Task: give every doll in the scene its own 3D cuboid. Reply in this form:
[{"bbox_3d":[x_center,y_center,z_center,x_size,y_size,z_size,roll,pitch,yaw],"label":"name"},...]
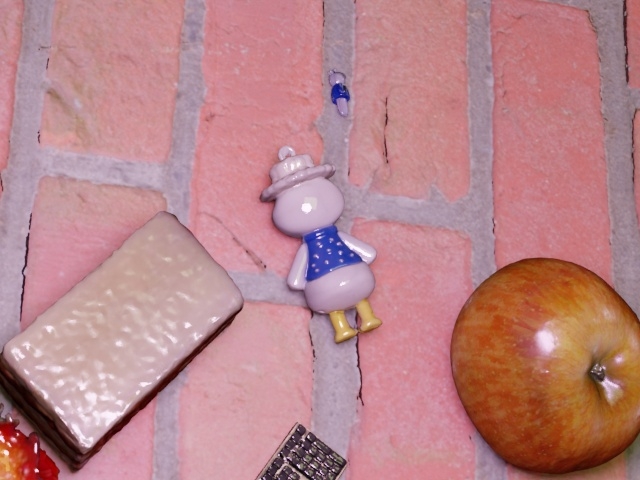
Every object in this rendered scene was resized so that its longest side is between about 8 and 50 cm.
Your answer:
[{"bbox_3d":[0.000,0.000,2.113,0.138,0.119,0.293,-22,82,-8],"label":"doll"}]

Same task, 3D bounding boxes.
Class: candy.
[{"bbox_3d":[-0.267,0.129,1.959,0.179,0.135,0.321,44,61,3],"label":"candy"}]

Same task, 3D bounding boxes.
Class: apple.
[{"bbox_3d":[0.333,0.174,2.070,0.309,0.250,0.277,37,62,-4],"label":"apple"}]

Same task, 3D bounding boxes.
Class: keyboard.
[{"bbox_3d":[-0.084,0.387,1.974,0.106,0.027,0.317,37,63,-1],"label":"keyboard"}]

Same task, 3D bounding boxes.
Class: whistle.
[{"bbox_3d":[0.031,-0.225,2.255,0.033,0.029,0.083,8,59,-32],"label":"whistle"}]

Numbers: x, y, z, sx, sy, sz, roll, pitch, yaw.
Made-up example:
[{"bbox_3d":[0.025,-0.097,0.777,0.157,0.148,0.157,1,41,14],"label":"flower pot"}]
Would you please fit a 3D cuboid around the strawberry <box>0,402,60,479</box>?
[{"bbox_3d":[-0.433,0.344,1.818,0.253,0.150,0.280,-24,80,-7],"label":"strawberry"}]
